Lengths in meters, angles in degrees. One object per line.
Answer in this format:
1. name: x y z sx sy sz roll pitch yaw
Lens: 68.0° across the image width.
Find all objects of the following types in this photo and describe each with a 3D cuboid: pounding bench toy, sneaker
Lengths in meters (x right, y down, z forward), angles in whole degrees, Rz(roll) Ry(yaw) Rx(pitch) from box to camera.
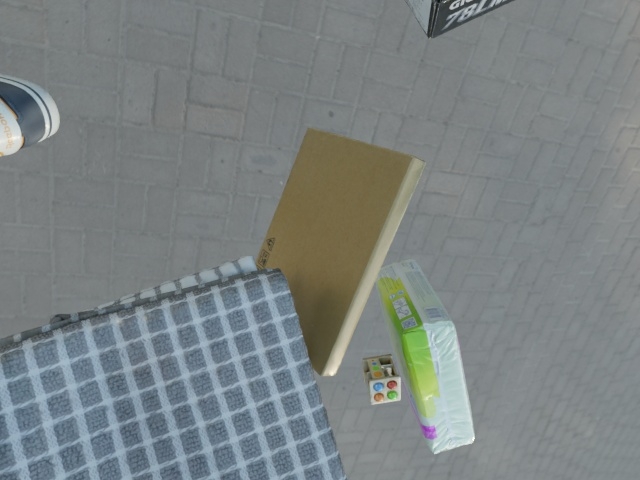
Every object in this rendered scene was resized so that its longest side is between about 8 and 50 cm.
1. pounding bench toy: 0.105 0.249 0.806 0.052 0.065 0.083 -8 117 -4
2. sneaker: -0.556 -0.196 0.679 0.321 0.127 0.126 11 125 12

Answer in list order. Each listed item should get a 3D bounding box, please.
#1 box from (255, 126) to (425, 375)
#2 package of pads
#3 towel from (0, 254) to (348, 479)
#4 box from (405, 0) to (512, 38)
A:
1. box: 0.000 0.000 0.455 0.021 0.164 0.201 17 99 -39
2. package of pads: 0.194 0.209 0.905 0.101 0.229 0.297 -16 116 1
3. towel: -0.103 0.170 0.354 0.235 0.121 0.284 -16 88 -12
4. box: 0.190 -0.421 0.545 0.295 0.293 0.073 -25 168 0
